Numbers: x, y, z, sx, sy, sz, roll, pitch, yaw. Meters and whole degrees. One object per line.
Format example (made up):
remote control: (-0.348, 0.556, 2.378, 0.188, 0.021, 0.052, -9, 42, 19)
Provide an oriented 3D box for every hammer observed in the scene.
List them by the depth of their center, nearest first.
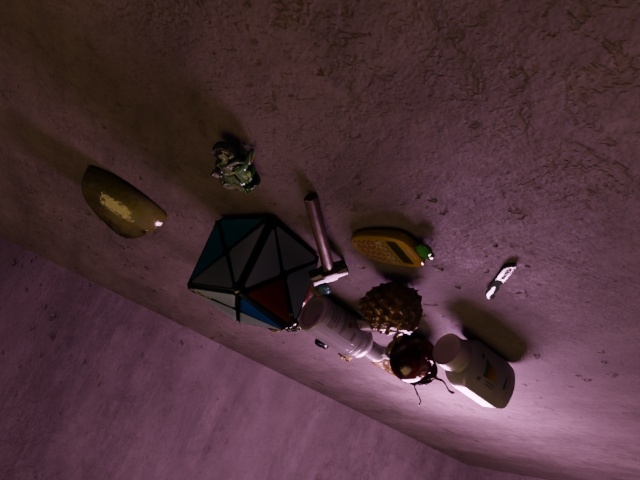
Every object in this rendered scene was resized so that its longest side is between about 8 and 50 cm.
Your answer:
hammer: (0.000, 0.000, 1.450, 0.111, 0.044, 0.365, -19, 144, -3)

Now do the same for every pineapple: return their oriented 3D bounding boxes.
pineapple: (0.189, 0.190, 1.569, 0.193, 0.166, 0.166, 6, 151, 36)

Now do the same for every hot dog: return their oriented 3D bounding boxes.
hot dog: (0.197, 0.276, 1.868, 0.108, 0.059, 0.191, 19, 157, -26)

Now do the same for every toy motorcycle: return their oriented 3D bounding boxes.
toy motorcycle: (-0.193, -0.163, 1.287, 0.106, 0.074, 0.190, 12, 155, 3)

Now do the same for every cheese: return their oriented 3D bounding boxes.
cheese: (0.003, 0.170, 1.859, 0.047, 0.017, 0.111, 45, 150, -1)

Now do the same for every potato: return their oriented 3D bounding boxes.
potato: (-0.678, -0.122, 1.778, 0.269, 0.112, 0.255, 6, 151, 31)

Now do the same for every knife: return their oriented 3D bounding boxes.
knife: (0.428, 0.098, 1.325, 0.028, 0.015, 0.210, 25, 157, 14)

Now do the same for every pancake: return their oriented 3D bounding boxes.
pancake: (0.333, 0.527, 2.292, 0.282, 0.049, 0.282, 22, 159, 9)

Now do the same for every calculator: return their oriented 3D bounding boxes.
calculator: (0.178, 0.019, 1.369, 0.234, 0.032, 0.146, 3, 150, 42)

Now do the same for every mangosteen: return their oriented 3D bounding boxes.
mangosteen: (0.305, 0.390, 1.902, 0.180, 0.166, 0.166, 47, 172, 34)

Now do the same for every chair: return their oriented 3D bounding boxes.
chair: (0.358, 0.479, 2.009, 0.149, 0.174, 0.213, -33, 119, 23)

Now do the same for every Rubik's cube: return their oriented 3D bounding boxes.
Rubik's cube: (-0.190, 0.093, 1.601, 0.246, 0.249, 0.250, 0, 148, 42)

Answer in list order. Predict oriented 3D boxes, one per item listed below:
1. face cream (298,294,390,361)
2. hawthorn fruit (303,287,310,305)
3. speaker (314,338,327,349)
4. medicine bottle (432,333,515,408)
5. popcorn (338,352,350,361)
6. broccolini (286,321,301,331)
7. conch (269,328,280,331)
face cream: (0.099, 0.342, 1.986, 0.369, 0.146, 0.145, 39, 153, -28)
hawthorn fruit: (-0.158, 0.175, 1.840, 0.165, 0.165, 0.285, 36, 146, -27)
speaker: (0.023, 0.415, 2.303, 0.060, 0.075, 0.094, -3, 146, 47)
medicine bottle: (0.486, 0.405, 1.742, 0.296, 0.161, 0.111, 37, 152, -25)
popcorn: (0.111, 0.473, 2.347, 0.082, 0.083, 0.057, -29, 156, 36)
broccolini: (-0.159, 0.361, 2.392, 0.194, 0.052, 0.054, 11, 150, 27)
conch: (-0.202, 0.282, 2.185, 0.181, 0.124, 0.187, 20, -178, -14)
